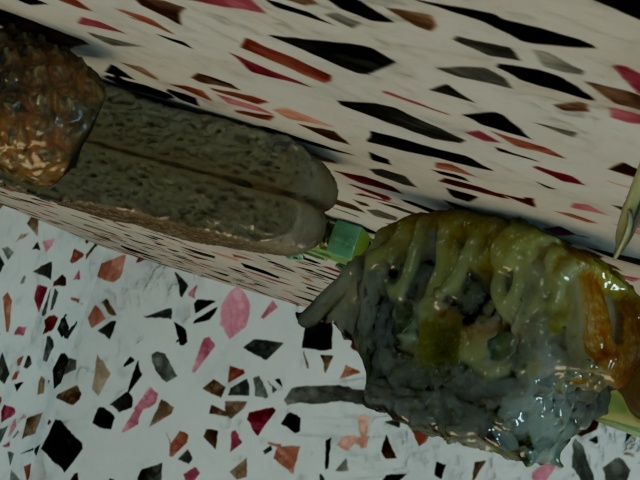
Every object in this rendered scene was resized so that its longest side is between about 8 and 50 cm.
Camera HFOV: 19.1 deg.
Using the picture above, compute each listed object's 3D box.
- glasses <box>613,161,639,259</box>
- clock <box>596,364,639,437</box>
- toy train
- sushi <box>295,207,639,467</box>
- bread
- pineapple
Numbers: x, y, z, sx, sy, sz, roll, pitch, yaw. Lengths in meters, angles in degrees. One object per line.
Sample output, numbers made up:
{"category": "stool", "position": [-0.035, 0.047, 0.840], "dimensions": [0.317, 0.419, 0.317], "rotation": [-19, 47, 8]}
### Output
{"category": "glasses", "position": [0.247, -0.027, 0.871], "dimensions": [0.220, 0.088, 0.189], "rotation": [-5, 167, 17]}
{"category": "clock", "position": [0.401, 0.159, 1.873], "dimensions": [0.348, 0.117, 0.286], "rotation": [18, 175, 13]}
{"category": "toy train", "position": [0.000, 0.000, 1.954], "dimensions": [0.122, 0.050, 0.081], "rotation": [17, 170, 17]}
{"category": "sushi", "position": [0.124, 0.075, 1.537], "dimensions": [0.139, 0.184, 0.274], "rotation": [24, 173, -42]}
{"category": "bread", "position": [-0.149, -0.063, 1.534], "dimensions": [0.337, 0.102, 0.183], "rotation": [16, 178, 6]}
{"category": "pineapple", "position": [-0.249, -0.117, 1.332], "dimensions": [0.197, 0.108, 0.108], "rotation": [29, 174, -7]}
